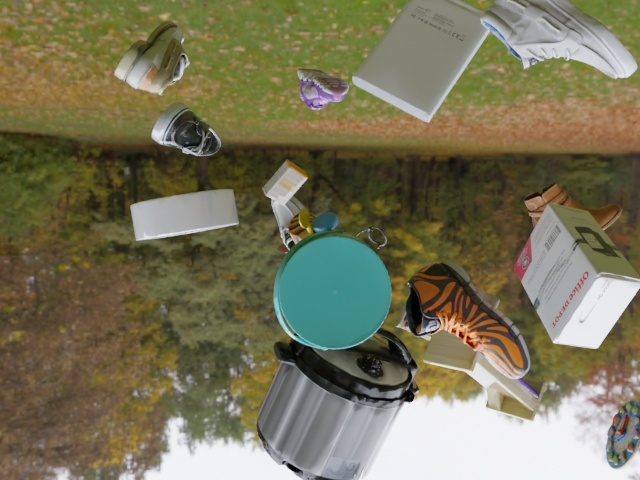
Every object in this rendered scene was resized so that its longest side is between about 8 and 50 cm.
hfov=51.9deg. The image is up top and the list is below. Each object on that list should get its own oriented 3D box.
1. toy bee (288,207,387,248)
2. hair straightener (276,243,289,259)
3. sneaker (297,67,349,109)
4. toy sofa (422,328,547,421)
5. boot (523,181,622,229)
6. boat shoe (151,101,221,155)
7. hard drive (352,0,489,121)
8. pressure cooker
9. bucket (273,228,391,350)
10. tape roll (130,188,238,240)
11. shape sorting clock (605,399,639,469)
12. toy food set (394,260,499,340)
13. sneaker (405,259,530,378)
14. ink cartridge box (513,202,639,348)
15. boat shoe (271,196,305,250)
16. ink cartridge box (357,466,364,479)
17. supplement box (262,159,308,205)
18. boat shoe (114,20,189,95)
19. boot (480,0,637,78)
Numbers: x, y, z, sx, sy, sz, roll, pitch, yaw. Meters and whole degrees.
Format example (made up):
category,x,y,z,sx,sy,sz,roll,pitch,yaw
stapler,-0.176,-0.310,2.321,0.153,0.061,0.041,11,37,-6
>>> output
category,x,y,z,sx,sy,sz,roll,pitch,yaw
toy bee,0.000,0.000,1.726,0.162,0.195,0.298,-45,-164,-27
hair straightener,-0.071,0.061,2.089,0.047,0.089,0.230,-29,-165,-21
sneaker,0.003,-0.414,1.853,0.095,0.105,0.236,0,-156,-26
toy sofa,0.441,0.314,1.704,0.150,0.177,0.362,4,152,49
boot,0.604,-0.078,1.581,0.197,0.152,0.073,-29,-171,18
boat shoe,-0.348,-0.295,1.796,0.119,0.121,0.335,33,-168,4
hard drive,0.276,-0.504,1.744,0.233,0.353,0.047,31,163,14
pressure cooker,0.056,0.414,1.828,0.375,0.421,0.369,30,-163,25
bucket,0.027,0.111,1.460,0.280,0.281,0.183,1,177,-1
tape roll,-0.368,-0.070,1.796,0.286,0.100,0.286,-10,-179,0
shape sorting clock,0.868,0.553,1.878,0.040,0.206,0.206,22,-170,9
toy food set,0.393,0.218,2.020,0.306,0.220,0.092,27,179,-24
sneaker,0.303,0.197,1.454,0.180,0.125,0.321,-21,-122,-32
ink cartridge box,0.488,0.066,1.273,0.100,0.172,0.237,11,-147,-13
boat shoe,-0.074,-0.017,1.931,0.096,0.268,0.088,-26,-178,36
ink cartridge box,0.062,0.582,1.269,0.056,0.235,0.171,19,-146,13
supplement box,-0.087,-0.141,1.610,0.062,0.098,0.036,31,-160,-37
boat shoe,-0.344,-0.386,1.423,0.103,0.113,0.302,35,-150,-14
boot,0.394,-0.332,1.113,0.258,0.123,0.095,45,-171,14
